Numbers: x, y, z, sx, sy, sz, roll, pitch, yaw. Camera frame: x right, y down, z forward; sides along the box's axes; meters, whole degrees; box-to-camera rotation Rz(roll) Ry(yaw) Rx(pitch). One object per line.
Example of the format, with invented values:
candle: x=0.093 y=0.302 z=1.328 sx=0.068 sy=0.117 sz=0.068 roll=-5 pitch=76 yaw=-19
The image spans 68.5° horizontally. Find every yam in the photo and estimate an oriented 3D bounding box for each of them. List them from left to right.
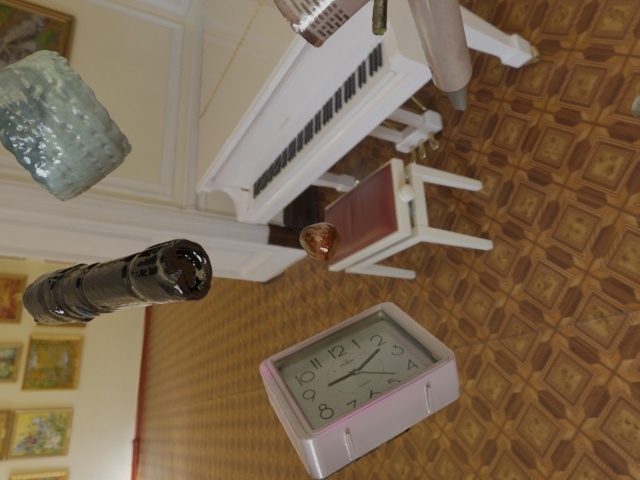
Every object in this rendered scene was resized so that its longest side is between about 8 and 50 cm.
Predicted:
yam: x=0.112 y=-0.449 z=0.876 sx=0.033 sy=0.027 sz=0.129 roll=164 pitch=112 yaw=-68

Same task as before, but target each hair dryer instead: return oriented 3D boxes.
hair dryer: x=0.105 y=-0.177 z=0.341 sx=0.195 sy=0.220 sz=0.053 roll=-37 pitch=54 yaw=23

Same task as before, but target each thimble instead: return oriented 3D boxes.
thimble: x=-0.456 y=-0.192 z=0.821 sx=0.205 sy=0.172 sz=0.250 roll=38 pitch=158 yaw=30

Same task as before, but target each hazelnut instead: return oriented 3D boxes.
hazelnut: x=0.000 y=0.000 z=0.914 sx=0.086 sy=0.086 sz=0.086 roll=-26 pitch=60 yaw=57

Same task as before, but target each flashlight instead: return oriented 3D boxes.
flashlight: x=-0.314 y=0.072 z=0.704 sx=0.424 sy=0.103 sz=0.103 roll=-11 pitch=71 yaw=38

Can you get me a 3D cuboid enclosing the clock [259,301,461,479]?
clock: x=0.043 y=0.163 z=0.554 sx=0.150 sy=0.197 sz=0.063 roll=38 pitch=147 yaw=58

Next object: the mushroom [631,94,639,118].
mushroom: x=0.721 y=-0.257 z=0.945 sx=0.081 sy=0.092 sz=0.223 roll=-30 pitch=21 yaw=15
